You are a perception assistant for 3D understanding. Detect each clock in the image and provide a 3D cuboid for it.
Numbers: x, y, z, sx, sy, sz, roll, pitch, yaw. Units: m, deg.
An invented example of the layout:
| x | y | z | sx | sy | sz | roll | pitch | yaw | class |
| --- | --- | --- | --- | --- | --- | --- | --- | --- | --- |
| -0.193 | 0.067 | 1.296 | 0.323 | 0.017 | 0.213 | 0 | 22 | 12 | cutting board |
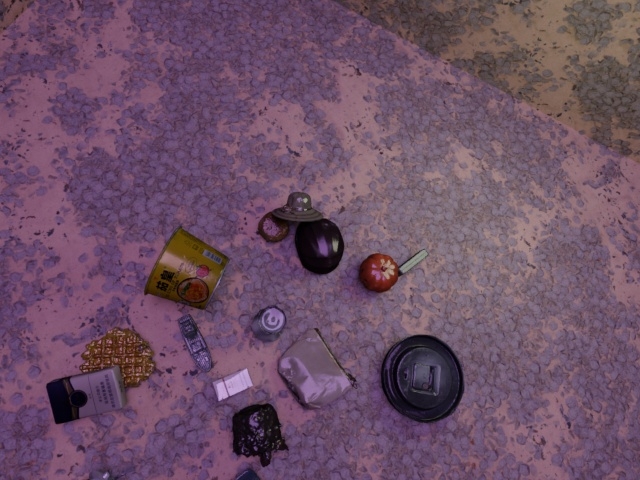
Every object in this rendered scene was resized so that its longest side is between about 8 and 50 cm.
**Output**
| x | y | z | sx | sy | sz | roll | pitch | yaw | class |
| --- | --- | --- | --- | --- | --- | --- | --- | --- | --- |
| 0.462 | 0.623 | 1.935 | 0.387 | 0.076 | 0.385 | 3 | 72 | -9 | clock |

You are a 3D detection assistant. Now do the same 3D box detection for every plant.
| x | y | z | sx | sy | sz | roll | pitch | yaw | class |
| --- | --- | --- | --- | --- | --- | --- | --- | --- | --- |
| -0.251 | 0.779 | 1.701 | 0.178 | 0.204 | 0.233 | -14 | 88 | 25 | plant |

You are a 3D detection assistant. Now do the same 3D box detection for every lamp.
| x | y | z | sx | sy | sz | roll | pitch | yaw | class |
| --- | --- | --- | --- | --- | --- | --- | --- | --- | --- |
| 0.278 | 0.150 | 2.005 | 0.188 | 0.164 | 0.187 | 4 | 70 | -11 | lamp |

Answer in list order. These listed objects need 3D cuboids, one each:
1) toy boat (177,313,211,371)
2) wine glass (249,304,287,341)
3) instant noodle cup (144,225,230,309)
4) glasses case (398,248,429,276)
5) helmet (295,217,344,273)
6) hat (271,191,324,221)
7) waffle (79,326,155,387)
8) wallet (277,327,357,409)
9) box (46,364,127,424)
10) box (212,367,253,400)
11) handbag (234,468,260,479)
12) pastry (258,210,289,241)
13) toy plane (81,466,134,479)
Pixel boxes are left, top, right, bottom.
| x | y | z | sx | sy | sz | roll | pitch | yaw | class |
| --- | --- | --- | --- | --- | --- | --- | --- | --- | --- |
| -0.531 | 0.438 | 1.804 | 0.078 | 0.085 | 0.260 | -25 | 79 | -17 | toy boat |
| -0.216 | 0.351 | 1.812 | 0.156 | 0.232 | 0.156 | 3 | 72 | -10 | wine glass |
| -0.551 | 0.132 | 1.794 | 0.254 | 0.325 | 0.325 | 26 | 70 | -12 | instant noodle cup |
| 0.447 | 0.110 | 2.093 | 0.184 | 0.078 | 0.039 | -34 | 84 | -18 | glasses case |
| 0.000 | 0.000 | 1.997 | 0.225 | 0.177 | 0.305 | -11 | 76 | -12 | helmet |
| -0.100 | -0.172 | 1.983 | 0.252 | 0.252 | 0.109 | 1 | 109 | -10 | hat |
| -0.833 | 0.497 | 1.747 | 0.280 | 0.060 | 0.262 | 43 | 73 | 6 | waffle |
| -0.025 | 0.575 | 1.870 | 0.275 | 0.068 | 0.335 | -30 | 74 | -22 | wallet |
| -0.908 | 0.598 | 1.654 | 0.260 | 0.071 | 0.168 | -13 | 93 | -6 | box |
| -0.371 | 0.610 | 1.804 | 0.155 | 0.040 | 0.083 | -20 | 80 | -15 | box |
| -0.310 | 1.022 | 1.627 | 0.229 | 0.062 | 0.179 | -32 | 52 | -22 | handbag |
| -0.222 | -0.064 | 2.024 | 0.154 | 0.081 | 0.153 | 5 | 69 | -13 | pastry |
| -0.763 | 0.967 | 1.585 | 0.182 | 0.107 | 0.273 | -28 | 84 | -12 | toy plane |
